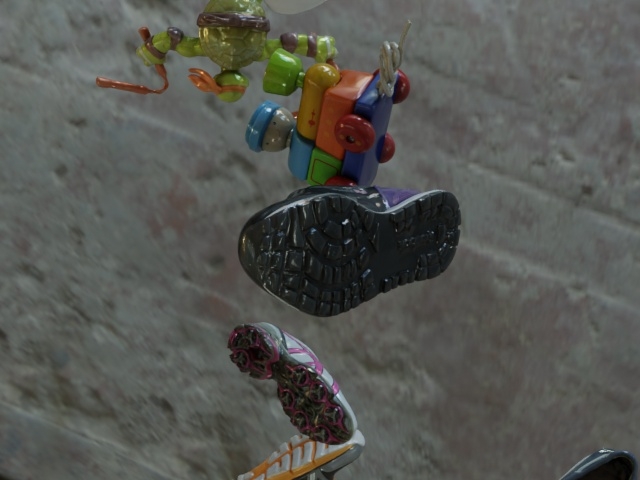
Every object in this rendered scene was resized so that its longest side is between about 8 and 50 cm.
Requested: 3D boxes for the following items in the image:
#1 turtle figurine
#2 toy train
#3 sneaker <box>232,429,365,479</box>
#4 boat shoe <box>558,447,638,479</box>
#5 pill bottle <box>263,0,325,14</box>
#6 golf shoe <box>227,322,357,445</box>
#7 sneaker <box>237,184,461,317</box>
[{"bbox_3d":[-0.106,-0.240,1.612,0.269,0.087,0.217,2,90,3],"label":"turtle figurine"},{"bbox_3d":[0.007,-0.153,1.504,0.143,0.248,0.105,25,49,12],"label":"toy train"},{"bbox_3d":[-0.033,0.292,1.785,0.215,0.084,0.083,-33,105,14],"label":"sneaker"},{"bbox_3d":[0.268,0.333,1.727,0.254,0.079,0.095,-37,77,-13],"label":"boat shoe"},{"bbox_3d":[-0.066,-0.293,1.162,0.136,0.246,0.136,-23,41,22],"label":"pill bottle"},{"bbox_3d":[-0.016,0.151,1.666,0.186,0.086,0.067,44,117,30],"label":"golf shoe"},{"bbox_3d":[0.000,0.000,1.360,0.124,0.283,0.107,13,101,36],"label":"sneaker"}]
